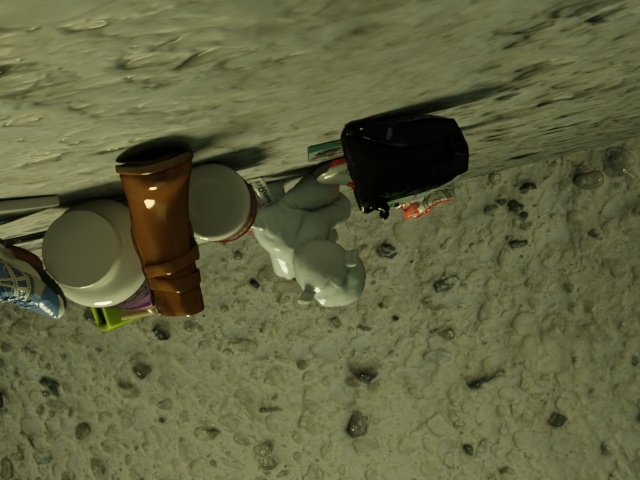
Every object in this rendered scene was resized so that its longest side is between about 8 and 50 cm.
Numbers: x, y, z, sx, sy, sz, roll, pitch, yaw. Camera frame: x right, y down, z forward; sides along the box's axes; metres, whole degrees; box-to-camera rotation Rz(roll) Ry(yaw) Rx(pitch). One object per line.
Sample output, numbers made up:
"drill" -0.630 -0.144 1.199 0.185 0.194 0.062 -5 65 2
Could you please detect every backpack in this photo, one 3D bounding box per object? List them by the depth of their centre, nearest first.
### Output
"backpack" 0.130 -0.129 1.386 0.182 0.152 0.115 -16 -165 -3

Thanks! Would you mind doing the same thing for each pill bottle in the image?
"pill bottle" -0.165 -0.057 1.495 0.121 0.121 0.216 -13 179 1
"pill bottle" -0.355 0.028 1.585 0.181 0.182 0.323 -13 173 6

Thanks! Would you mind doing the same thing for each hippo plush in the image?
"hippo plush" 0.000 0.000 1.811 0.234 0.236 0.294 -48 143 -1

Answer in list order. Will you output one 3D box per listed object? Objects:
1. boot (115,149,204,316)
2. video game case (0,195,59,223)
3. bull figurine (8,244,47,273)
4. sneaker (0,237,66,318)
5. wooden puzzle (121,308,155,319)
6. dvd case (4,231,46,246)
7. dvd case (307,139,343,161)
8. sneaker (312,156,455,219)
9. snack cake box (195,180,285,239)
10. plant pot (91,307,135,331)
"boot" -0.213 -0.001 1.254 0.109 0.220 0.283 -12 178 -21
"video game case" -0.493 -0.038 1.353 0.143 0.019 0.157 -14 179 35
"bull figurine" -0.600 0.066 1.536 0.310 0.101 0.188 -19 147 31
"sneaker" -0.477 0.067 1.391 0.080 0.081 0.211 -14 138 34
"wooden puzzle" -0.372 0.046 1.860 0.044 0.221 0.238 7 169 -23
"dvd case" -0.630 0.010 1.941 0.164 0.018 0.221 -13 178 -5
"dvd case" 0.020 -0.154 1.551 0.087 0.013 0.119 -13 179 -1
"sneaker" 0.127 -0.104 1.772 0.270 0.145 0.090 -13 179 6
"snack cake box" -0.213 -0.051 1.932 0.264 0.089 0.152 -13 177 -22
"plant pot" -0.430 0.068 2.082 0.207 0.227 0.228 -19 180 -21
